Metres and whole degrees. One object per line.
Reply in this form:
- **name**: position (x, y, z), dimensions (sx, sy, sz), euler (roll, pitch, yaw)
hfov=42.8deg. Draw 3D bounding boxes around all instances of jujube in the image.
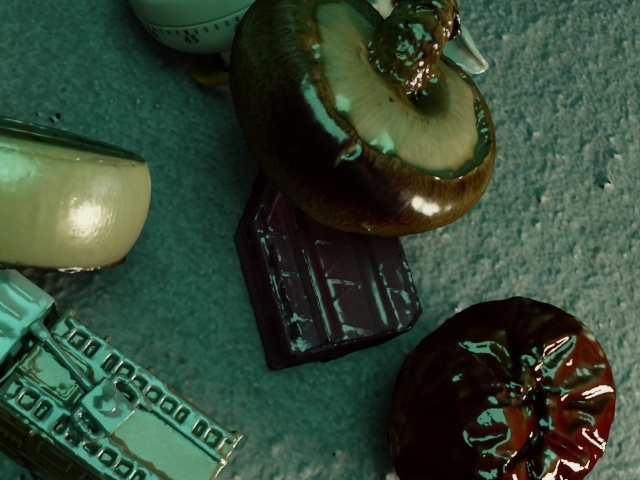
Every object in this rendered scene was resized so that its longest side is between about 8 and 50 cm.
- **jujube**: position (0.177, 0.177, 0.837), dimensions (0.232, 0.213, 0.213), euler (-33, 84, -32)

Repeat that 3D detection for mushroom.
- **mushroom**: position (0.046, -0.137, 0.817), dimensions (0.297, 0.163, 0.278), euler (36, 65, -17)

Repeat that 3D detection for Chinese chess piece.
- **Chinese chess piece**: position (-0.277, -0.051, 0.724), dimensions (0.249, 0.250, 0.103), euler (12, 99, -16)

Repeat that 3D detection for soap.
- **soap**: position (0.000, 0.000, 0.886), dimensions (0.162, 0.099, 0.250), euler (-9, 75, -23)

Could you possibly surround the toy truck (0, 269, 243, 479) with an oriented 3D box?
- **toy truck**: position (-0.223, 0.137, 0.712), dimensions (0.305, 0.162, 0.136), euler (38, 61, -5)

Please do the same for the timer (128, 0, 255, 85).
- **timer**: position (-0.118, -0.325, 0.885), dimensions (0.233, 0.240, 0.234), euler (-12, 49, 14)

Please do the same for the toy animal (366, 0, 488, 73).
- **toy animal**: position (0.112, -0.285, 1.030), dimensions (0.130, 0.104, 0.221), euler (-19, 77, -27)
